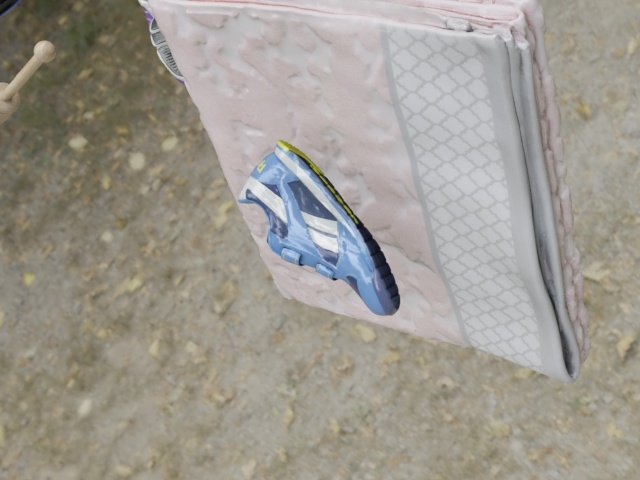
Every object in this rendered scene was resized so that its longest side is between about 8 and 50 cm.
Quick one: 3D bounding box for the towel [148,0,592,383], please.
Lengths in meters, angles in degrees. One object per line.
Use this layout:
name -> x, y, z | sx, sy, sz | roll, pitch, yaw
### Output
towel -> 0.039, -0.045, 0.769 | 0.316, 0.332, 0.053 | 14, 50, 36

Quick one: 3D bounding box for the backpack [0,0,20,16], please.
backpack -> -0.179, -0.179, 0.414 | 0.116, 0.158, 0.173 | 28, 110, 31

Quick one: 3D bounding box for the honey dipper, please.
honey dipper -> -0.270, -0.142, 0.907 | 0.160, 0.030, 0.031 | -20, 45, 54

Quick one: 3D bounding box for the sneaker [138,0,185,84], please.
sneaker -> -0.140, -0.206, 1.032 | 0.068, 0.071, 0.170 | -16, 45, -9

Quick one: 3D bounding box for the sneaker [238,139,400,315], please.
sneaker -> 0.000, 0.000, 0.700 | 0.059, 0.053, 0.144 | -40, 80, 8
